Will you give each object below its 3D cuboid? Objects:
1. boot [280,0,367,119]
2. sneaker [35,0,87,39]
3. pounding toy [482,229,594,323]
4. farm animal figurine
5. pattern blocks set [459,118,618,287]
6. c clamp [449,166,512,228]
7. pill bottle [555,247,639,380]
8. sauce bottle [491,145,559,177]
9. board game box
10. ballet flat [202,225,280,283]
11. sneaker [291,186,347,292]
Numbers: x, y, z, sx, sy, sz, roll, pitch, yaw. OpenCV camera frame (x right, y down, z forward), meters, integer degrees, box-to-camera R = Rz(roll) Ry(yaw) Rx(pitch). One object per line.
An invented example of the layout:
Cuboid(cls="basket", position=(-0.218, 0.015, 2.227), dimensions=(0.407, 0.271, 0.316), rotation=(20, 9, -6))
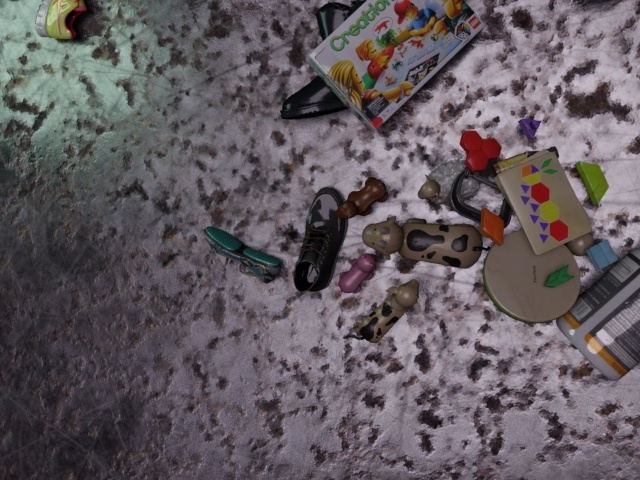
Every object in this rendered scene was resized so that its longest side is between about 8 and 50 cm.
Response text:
Cuboid(cls="boot", position=(0.019, -0.366, 1.559), dimensions=(0.246, 0.094, 0.207), rotation=(-14, 93, 6))
Cuboid(cls="sneaker", position=(-0.553, -0.540, 1.694), dimensions=(0.094, 0.081, 0.208), rotation=(18, 103, 4))
Cuboid(cls="pounding toy", position=(0.407, 0.061, 1.494), dimensions=(0.183, 0.110, 0.237), rotation=(29, 70, 8))
Cuboid(cls="farm animal figurine", position=(0.170, 0.026, 1.504), dimensions=(0.326, 0.172, 0.330), rotation=(-10, 90, 12))
Cuboid(cls="pattern blocks set", position=(0.418, -0.075, 1.449), dimensions=(0.285, 0.026, 0.325), rotation=(-13, 80, -16))
Cuboid(cls="c clamp", position=(0.316, -0.091, 1.459), dimensions=(0.160, 0.022, 0.137), rotation=(17, 76, -20))
Cuboid(cls="pill bottle", position=(0.589, 0.115, 1.420), dimensions=(0.278, 0.162, 0.162), rotation=(-44, 83, 11))
Cuboid(cls="sauce bottle", position=(0.403, -0.153, 1.513), dimensions=(0.128, 0.042, 0.042), rotation=(-18, 88, 3))
Cuboid(cls="board game box", position=(0.146, -0.385, 1.493), dimensions=(0.305, 0.053, 0.193), rotation=(-44, 98, -5))
Cuboid(cls="ballet flat", position=(-0.177, 0.037, 1.640), dimensions=(0.188, 0.070, 0.070), rotation=(28, 98, 13))
Cuboid(cls="sneaker", position=(0.000, 0.000, 1.568), dimensions=(0.083, 0.118, 0.222), rotation=(8, 94, 12))
